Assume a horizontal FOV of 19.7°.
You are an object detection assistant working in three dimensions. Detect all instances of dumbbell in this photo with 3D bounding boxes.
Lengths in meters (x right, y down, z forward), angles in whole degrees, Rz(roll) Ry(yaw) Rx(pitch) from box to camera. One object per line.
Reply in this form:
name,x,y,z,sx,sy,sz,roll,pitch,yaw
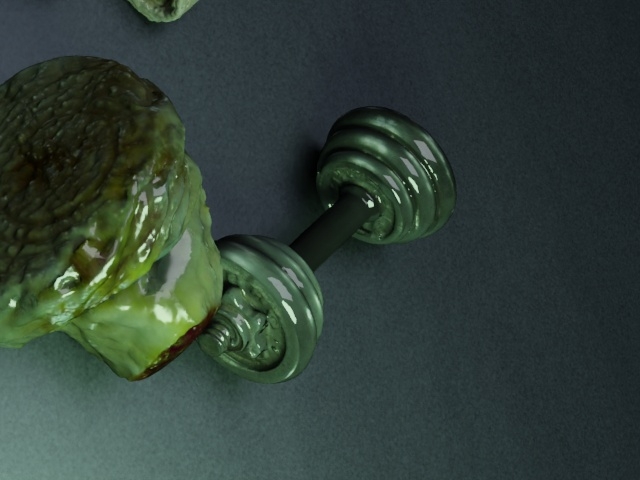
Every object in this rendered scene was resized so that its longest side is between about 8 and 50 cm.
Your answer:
dumbbell,0.000,0.000,2.041,0.406,0.179,0.179,-43,104,-37

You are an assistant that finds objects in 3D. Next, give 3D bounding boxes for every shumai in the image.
shumai,-0.228,0.003,1.858,0.263,0.309,0.304,51,13,-44

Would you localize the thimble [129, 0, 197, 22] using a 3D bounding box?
thimble,-0.174,-0.312,2.052,0.090,0.102,0.115,-54,139,-35
